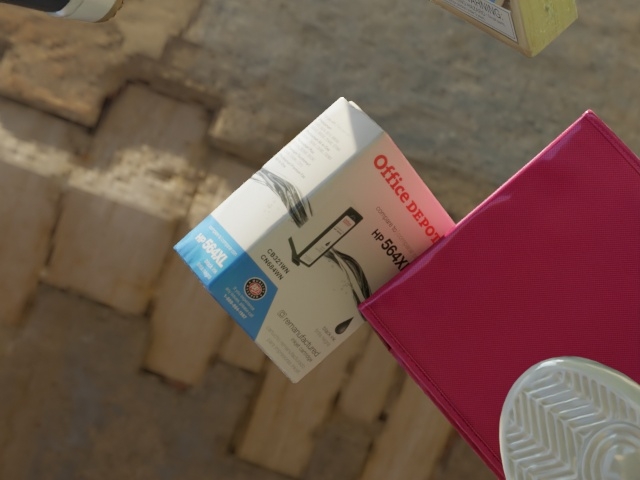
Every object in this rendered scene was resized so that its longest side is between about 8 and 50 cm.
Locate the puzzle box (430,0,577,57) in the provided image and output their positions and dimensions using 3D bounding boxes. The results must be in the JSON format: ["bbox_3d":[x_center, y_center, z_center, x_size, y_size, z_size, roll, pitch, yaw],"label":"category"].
[{"bbox_3d":[0.001,-0.316,1.093,0.052,0.409,0.272,-42,-39,-15],"label":"puzzle box"}]

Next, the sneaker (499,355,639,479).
[{"bbox_3d":[0.267,0.208,0.999,0.148,0.350,0.131,1,-51,-57],"label":"sneaker"}]

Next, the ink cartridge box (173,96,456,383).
[{"bbox_3d":[0.000,0.000,1.342,0.203,0.148,0.086,-42,37,-2],"label":"ink cartridge box"}]

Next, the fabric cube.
[{"bbox_3d":[0.221,0.088,1.356,0.258,0.254,0.259,-41,-14,-2],"label":"fabric cube"}]

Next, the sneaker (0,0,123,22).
[{"bbox_3d":[-0.218,-0.220,0.827,0.282,0.153,0.099,53,130,39],"label":"sneaker"}]
